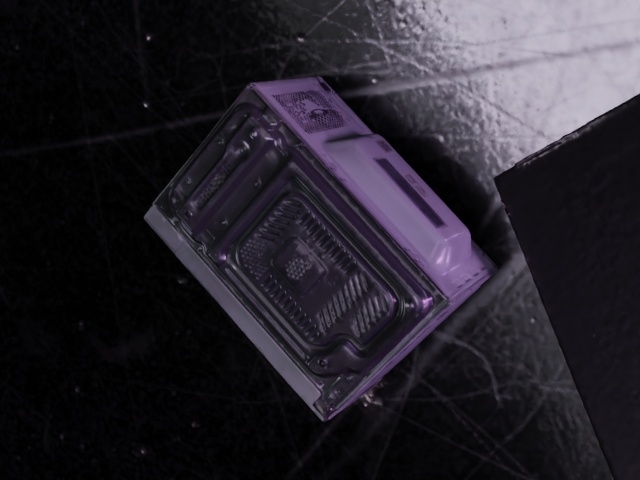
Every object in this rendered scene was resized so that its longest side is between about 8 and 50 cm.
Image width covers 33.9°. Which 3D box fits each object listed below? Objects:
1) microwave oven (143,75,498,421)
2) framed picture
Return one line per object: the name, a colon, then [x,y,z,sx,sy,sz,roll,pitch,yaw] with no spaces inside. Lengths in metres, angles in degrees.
microwave oven: [0.000,0.000,0.777,0.208,0.122,0.162,47,117,10]
framed picture: [0.270,0.044,0.647,0.255,0.014,0.338,-31,63,27]
